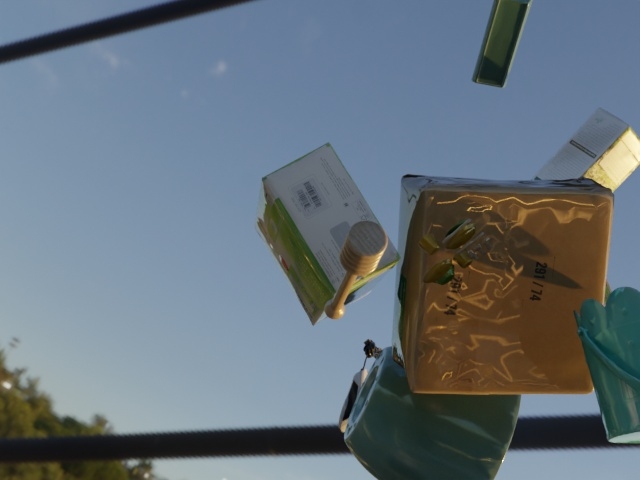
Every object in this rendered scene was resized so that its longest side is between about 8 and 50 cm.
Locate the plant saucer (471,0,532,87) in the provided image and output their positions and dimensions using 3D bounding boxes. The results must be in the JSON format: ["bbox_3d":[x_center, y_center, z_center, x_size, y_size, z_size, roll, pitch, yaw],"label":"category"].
[{"bbox_3d":[0.332,-0.364,1.690,0.067,0.018,0.192,11,-47,2],"label":"plant saucer"}]

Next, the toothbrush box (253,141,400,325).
[{"bbox_3d":[0.000,0.000,1.446,0.206,0.122,0.283,59,-12,8],"label":"toothbrush box"}]

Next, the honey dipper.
[{"bbox_3d":[0.024,0.031,0.724,0.030,0.030,0.160,27,-25,5],"label":"honey dipper"}]

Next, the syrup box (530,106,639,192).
[{"bbox_3d":[0.478,-0.117,1.694,0.093,0.237,0.096,38,9,-36],"label":"syrup box"}]

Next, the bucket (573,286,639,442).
[{"bbox_3d":[0.488,0.162,1.214,0.281,0.183,0.281,-4,-18,-1],"label":"bucket"}]

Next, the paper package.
[{"bbox_3d":[0.275,0.063,1.437,0.309,0.325,0.168,2,10,-4],"label":"paper package"}]

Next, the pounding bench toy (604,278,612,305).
[{"bbox_3d":[0.588,0.107,1.993,0.065,0.052,0.083,125,-54,-73],"label":"pounding bench toy"}]

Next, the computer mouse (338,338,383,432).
[{"bbox_3d":[0.087,0.296,1.839,0.042,0.193,0.106,14,-19,19],"label":"computer mouse"}]

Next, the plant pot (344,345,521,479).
[{"bbox_3d":[0.182,0.318,1.625,0.235,0.293,0.293,25,-21,-2],"label":"plant pot"}]

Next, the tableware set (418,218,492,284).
[{"bbox_3d":[0.168,0.015,1.210,0.024,0.104,0.154,54,10,24],"label":"tableware set"}]
